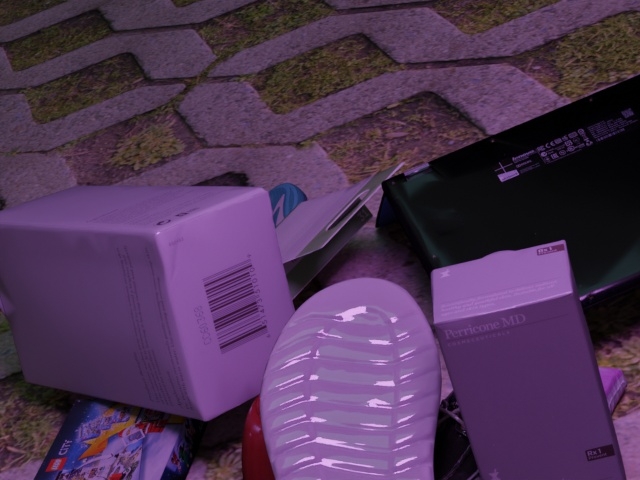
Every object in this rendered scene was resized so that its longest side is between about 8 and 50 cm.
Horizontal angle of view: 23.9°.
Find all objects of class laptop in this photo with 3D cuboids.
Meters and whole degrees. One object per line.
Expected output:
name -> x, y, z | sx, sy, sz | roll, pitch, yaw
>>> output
laptop -> 0.283, -0.028, 1.709 | 0.382, 0.236, 0.408 | -23, 48, -3

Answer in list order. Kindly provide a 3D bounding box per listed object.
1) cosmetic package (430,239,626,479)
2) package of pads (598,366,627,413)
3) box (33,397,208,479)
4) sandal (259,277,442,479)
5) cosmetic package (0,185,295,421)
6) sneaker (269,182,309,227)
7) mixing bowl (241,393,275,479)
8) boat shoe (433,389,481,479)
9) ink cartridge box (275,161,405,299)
cosmetic package -> 0.185, 0.131, 1.328 | 0.127, 0.238, 0.107 | -15, 28, 12
package of pads -> 0.252, 0.147, 1.475 | 0.083, 0.032, 0.050 | 2, 34, 36
box -> -0.221, 0.248, 1.603 | 0.159, 0.044, 0.233 | -10, 30, 19
sandal -> 0.034, 0.217, 1.372 | 0.169, 0.102, 0.416 | -5, 50, 2
cosmetic package -> -0.207, 0.058, 1.684 | 0.156, 0.217, 0.385 | -24, 19, -36
sneaker -> -0.120, 0.002, 1.900 | 0.275, 0.110, 0.107 | -38, 32, -30
mixing bowl -> -0.007, 0.190, 1.506 | 0.181, 0.098, 0.181 | -16, 27, 9
boat shoe -> 0.137, 0.179, 1.455 | 0.077, 0.070, 0.219 | 2, 36, 37
ink cartridge box -> 0.000, 0.000, 1.786 | 0.171, 0.056, 0.235 | -46, 16, -32
